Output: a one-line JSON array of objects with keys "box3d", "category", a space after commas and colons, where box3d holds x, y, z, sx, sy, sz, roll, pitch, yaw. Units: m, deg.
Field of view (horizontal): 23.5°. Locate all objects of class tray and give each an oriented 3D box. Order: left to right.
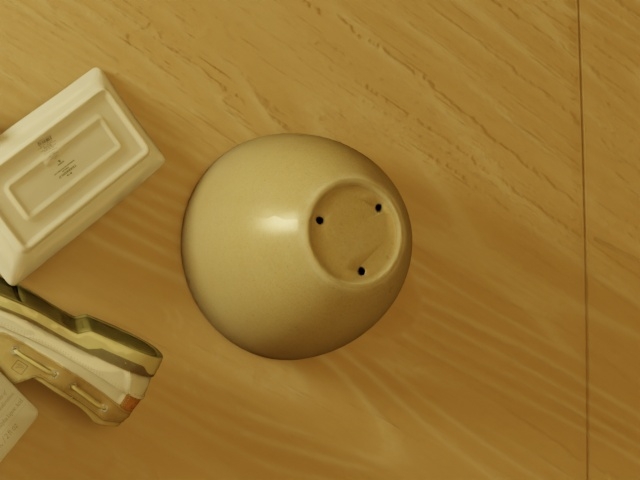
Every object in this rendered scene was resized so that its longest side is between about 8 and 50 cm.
[{"box3d": [-0.297, -0.081, 1.756, 0.270, 0.030, 0.145, -44, 104, -37], "category": "tray"}]

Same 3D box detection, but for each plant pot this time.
[{"box3d": [0.000, 0.000, 1.838, 0.284, 0.191, 0.284, 3, 84, -26], "category": "plant pot"}]

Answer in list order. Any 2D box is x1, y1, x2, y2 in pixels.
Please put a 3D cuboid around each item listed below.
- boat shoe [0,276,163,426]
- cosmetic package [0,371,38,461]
[{"box3d": [-0.332, 0.113, 1.705, 0.302, 0.113, 0.103, 25, 96, -8], "category": "boat shoe"}, {"box3d": [-0.426, 0.151, 1.638, 0.231, 0.085, 0.117, 48, 38, -13], "category": "cosmetic package"}]
